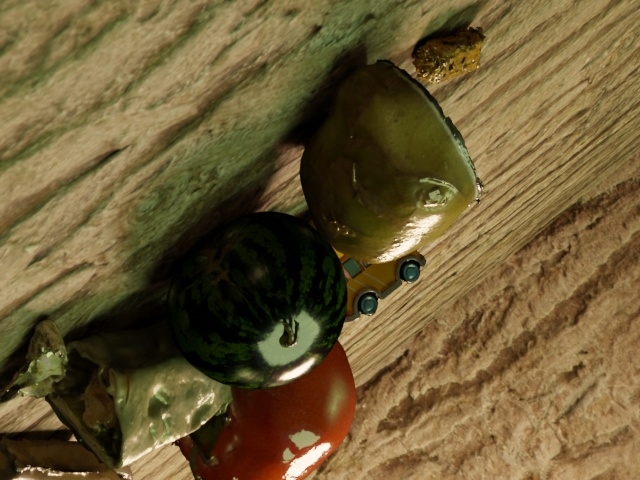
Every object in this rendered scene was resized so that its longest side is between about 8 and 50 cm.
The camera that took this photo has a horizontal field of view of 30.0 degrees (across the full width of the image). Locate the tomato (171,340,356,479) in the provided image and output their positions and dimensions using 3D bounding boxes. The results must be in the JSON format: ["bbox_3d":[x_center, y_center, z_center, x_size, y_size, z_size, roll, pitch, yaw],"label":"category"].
[{"bbox_3d":[-0.092,0.279,2.059,0.272,0.341,0.341,-4,145,-35],"label":"tomato"}]

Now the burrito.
[{"bbox_3d":[-0.249,0.199,1.783,0.135,0.190,0.332,-60,162,23],"label":"burrito"}]

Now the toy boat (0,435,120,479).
[{"bbox_3d":[-0.473,0.395,1.921,0.162,0.136,0.445,-46,160,4],"label":"toy boat"}]

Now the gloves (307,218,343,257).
[{"bbox_3d":[-0.001,0.000,2.026,0.133,0.116,0.294,-17,-169,35],"label":"gloves"}]

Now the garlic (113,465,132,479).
[{"bbox_3d":[-0.427,0.469,2.290,0.194,0.127,0.131,72,32,-46],"label":"garlic"}]

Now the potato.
[{"bbox_3d":[0.074,-0.086,1.632,0.196,0.246,0.300,-41,160,-13],"label":"potato"}]

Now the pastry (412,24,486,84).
[{"bbox_3d":[0.191,-0.269,1.750,0.140,0.056,0.080,-26,148,-38],"label":"pastry"}]

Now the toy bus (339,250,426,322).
[{"bbox_3d":[0.084,0.050,2.249,0.209,0.136,0.126,-36,-166,-18],"label":"toy bus"}]

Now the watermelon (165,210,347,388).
[{"bbox_3d":[-0.089,0.091,1.731,0.269,0.269,0.269,-37,165,-12],"label":"watermelon"}]

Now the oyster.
[{"bbox_3d":[-0.384,0.172,1.618,0.200,0.061,0.106,-36,158,29],"label":"oyster"}]
